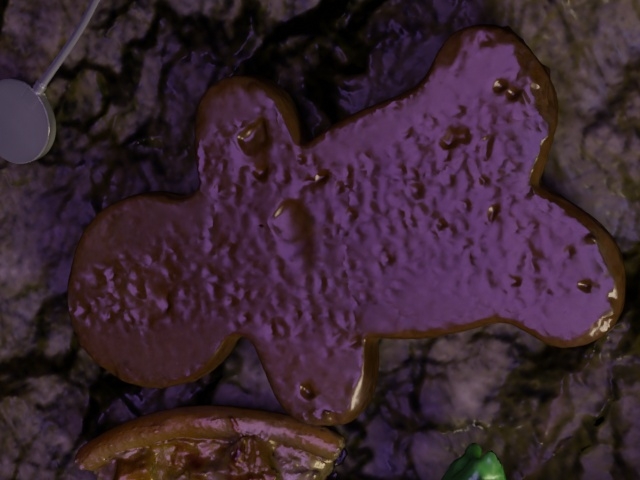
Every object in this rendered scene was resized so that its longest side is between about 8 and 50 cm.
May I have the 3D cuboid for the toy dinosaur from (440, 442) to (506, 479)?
[{"bbox_3d":[0.157,0.306,0.732,0.374,0.144,0.500,25,113,0],"label":"toy dinosaur"}]

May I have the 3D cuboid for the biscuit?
[{"bbox_3d":[0.000,0.000,0.760,0.301,0.049,0.197,-18,86,18],"label":"biscuit"}]

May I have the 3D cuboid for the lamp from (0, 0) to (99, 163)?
[{"bbox_3d":[-0.129,-0.125,0.801,0.050,0.056,0.198,43,116,8],"label":"lamp"}]

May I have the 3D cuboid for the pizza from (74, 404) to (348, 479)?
[{"bbox_3d":[-0.062,0.142,0.799,0.160,0.036,0.099,-4,94,17],"label":"pizza"}]
